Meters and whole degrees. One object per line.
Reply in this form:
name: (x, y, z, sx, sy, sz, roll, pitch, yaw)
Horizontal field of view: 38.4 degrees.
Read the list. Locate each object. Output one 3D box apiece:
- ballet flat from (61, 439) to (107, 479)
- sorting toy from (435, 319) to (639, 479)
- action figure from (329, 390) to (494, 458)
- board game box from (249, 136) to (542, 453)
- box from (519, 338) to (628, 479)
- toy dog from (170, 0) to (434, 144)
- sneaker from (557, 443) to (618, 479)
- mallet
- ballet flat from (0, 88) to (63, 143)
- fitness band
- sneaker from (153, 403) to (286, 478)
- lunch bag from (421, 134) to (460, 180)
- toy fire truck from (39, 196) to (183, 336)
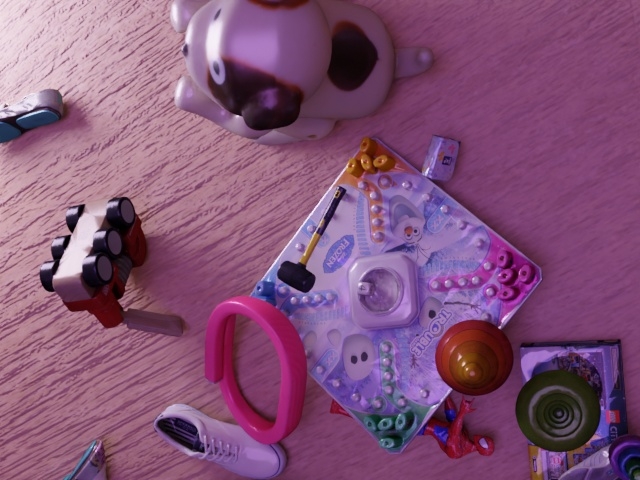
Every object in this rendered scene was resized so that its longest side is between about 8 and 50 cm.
ballet flat: (-0.471, 0.478, 1.802, 0.079, 0.077, 0.221, 41, 111, -8)
sorting toy: (0.331, 0.251, 1.350, 0.365, 0.126, 0.127, 32, 99, 7)
action figure: (0.168, 0.276, 1.551, 0.280, 0.091, 0.139, 20, 109, 16)
board game box: (0.098, 0.084, 1.525, 0.390, 0.050, 0.390, 42, 101, 24)
box: (0.415, 0.281, 1.494, 0.159, 0.044, 0.233, -4, 93, 18)
toy dog: (-0.052, -0.269, 1.415, 0.395, 0.408, 0.285, 15, 100, 17)
sneaker: (0.439, 0.356, 1.434, 0.152, 0.061, 0.054, -31, 91, 12)
mallet: (0.000, 0.000, 1.538, 0.062, 0.039, 0.190, 36, 95, 26)
ballet flat: (-0.591, -0.243, 1.789, 0.213, 0.072, 0.068, -15, 62, 18)
fitness band: (-0.115, 0.225, 1.595, 0.209, 0.054, 0.291, 31, 131, 32)
sneaker: (-0.191, 0.378, 1.681, 0.258, 0.091, 0.094, 16, 99, 17)
lunch bag: (0.198, -0.135, 1.513, 0.053, 0.083, 0.071, 18, 99, 17)
toy fire truck: (-0.361, 0.067, 1.687, 0.158, 0.217, 0.246, -9, 133, 19)
